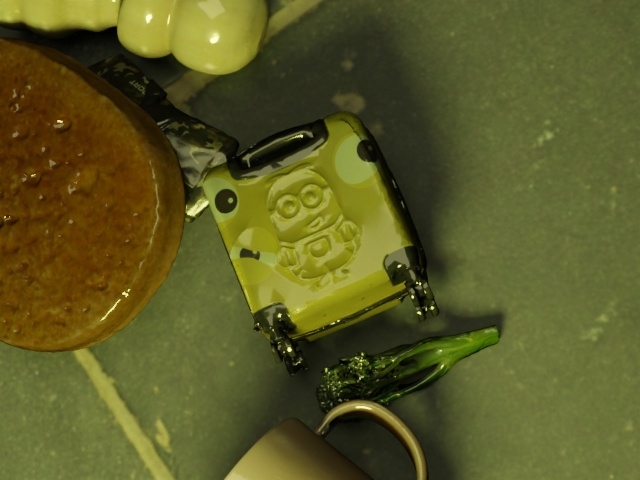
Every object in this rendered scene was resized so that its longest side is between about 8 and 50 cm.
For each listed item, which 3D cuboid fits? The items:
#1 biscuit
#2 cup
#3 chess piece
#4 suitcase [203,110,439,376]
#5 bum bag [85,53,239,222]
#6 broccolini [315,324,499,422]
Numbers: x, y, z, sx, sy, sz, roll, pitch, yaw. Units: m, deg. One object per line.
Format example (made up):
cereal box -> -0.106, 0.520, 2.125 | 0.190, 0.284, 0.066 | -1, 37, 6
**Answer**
biscuit -> -0.334, -0.036, 1.934 | 0.394, 0.070, 0.350 | 41, 99, 23
cup -> 0.016, 0.283, 1.730 | 0.200, 0.191, 0.253 | 34, 76, 15
chess piece -> -0.201, -0.277, 1.970 | 0.299, 0.167, 0.167 | 18, 77, 8
suitcase -> 0.000, 0.000, 1.842 | 0.194, 0.143, 0.235 | -23, 71, 3
bum bag -> -0.191, -0.121, 1.953 | 0.248, 0.069, 0.102 | 37, 99, 20
broccolini -> 0.086, 0.128, 1.838 | 0.202, 0.091, 0.068 | -23, 38, -17
